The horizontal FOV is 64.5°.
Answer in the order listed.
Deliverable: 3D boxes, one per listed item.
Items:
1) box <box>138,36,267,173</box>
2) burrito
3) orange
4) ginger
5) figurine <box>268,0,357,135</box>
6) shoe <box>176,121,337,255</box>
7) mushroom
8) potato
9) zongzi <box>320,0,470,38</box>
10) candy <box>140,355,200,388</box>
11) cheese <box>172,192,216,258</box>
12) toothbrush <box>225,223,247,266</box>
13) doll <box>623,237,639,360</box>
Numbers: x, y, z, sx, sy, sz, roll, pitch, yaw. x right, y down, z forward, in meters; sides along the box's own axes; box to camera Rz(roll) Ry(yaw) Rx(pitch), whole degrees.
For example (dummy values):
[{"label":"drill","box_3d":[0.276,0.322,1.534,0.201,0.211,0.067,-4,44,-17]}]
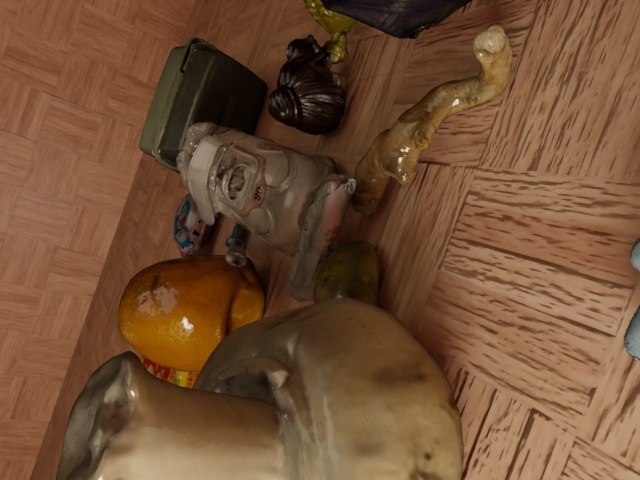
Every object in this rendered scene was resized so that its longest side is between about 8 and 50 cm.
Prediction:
[{"label":"box","box_3d":[-0.259,-0.279,1.139,0.166,0.221,0.290,16,87,38]},{"label":"burrito","box_3d":[0.000,-0.001,0.691,0.064,0.064,0.203,-122,42,-53]},{"label":"orange","box_3d":[-0.217,0.121,0.853,0.249,0.249,0.183,-1,95,58]},{"label":"ginger","box_3d":[0.117,-0.125,0.597,0.288,0.075,0.089,-42,38,44]},{"label":"figurine","box_3d":[0.014,-0.329,0.829,0.187,0.168,0.315,13,96,32]},{"label":"shoe","box_3d":[-0.122,-0.091,0.835,0.351,0.198,0.171,29,101,60]},{"label":"mushroom","box_3d":[-0.056,0.183,0.447,0.314,0.336,0.314,-23,53,36]},{"label":"potato","box_3d":[0.032,0.061,0.629,0.092,0.070,0.137,-30,49,45]},{"label":"zongzi","box_3d":[0.165,-0.460,0.488,0.432,0.208,0.403,162,129,-81]},{"label":"candy","box_3d":[-0.301,0.308,1.013,0.276,0.088,0.146,-18,60,53]},{"label":"cheese","box_3d":[-0.302,-0.012,1.204,0.189,0.074,0.285,-38,45,45]},{"label":"toothbrush","box_3d":[-0.145,0.011,0.869,0.386,0.040,0.040,-136,67,-78]},{"label":"doll","box_3d":[0.260,0.002,0.314,0.120,0.075,0.179,26,122,22]}]
